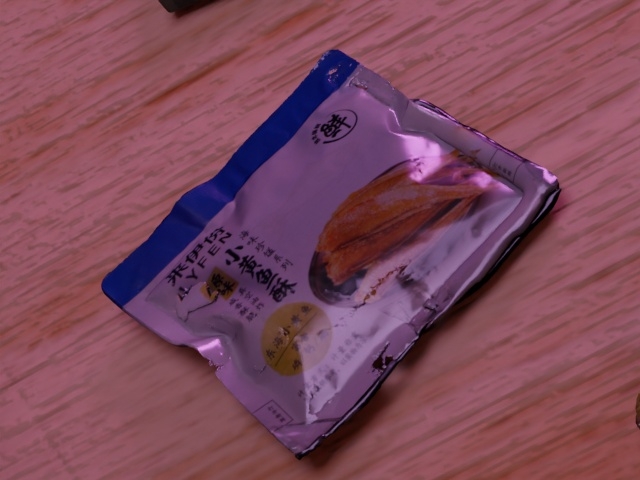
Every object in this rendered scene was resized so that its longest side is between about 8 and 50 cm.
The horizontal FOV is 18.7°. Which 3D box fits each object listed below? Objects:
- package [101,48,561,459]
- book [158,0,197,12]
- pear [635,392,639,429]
[{"bbox_3d":[0.000,0.000,0.902,0.171,0.027,0.173,-48,49,-9],"label":"package"},{"bbox_3d":[0.028,-0.252,1.083,0.283,0.025,0.214,-22,49,14],"label":"book"},{"bbox_3d":[0.210,-0.018,0.684,0.267,0.178,0.267,-14,51,17],"label":"pear"}]
